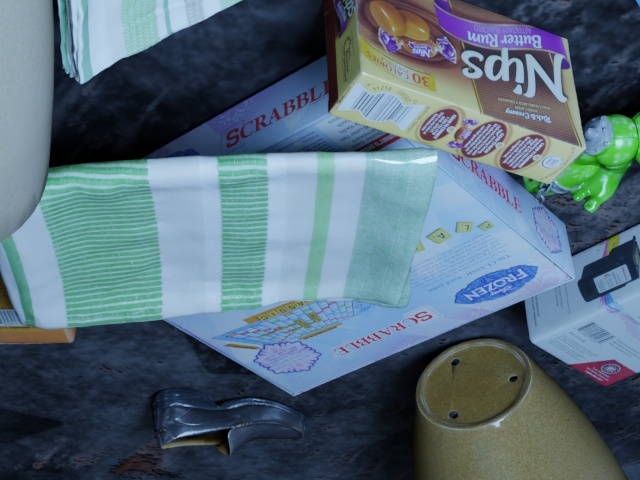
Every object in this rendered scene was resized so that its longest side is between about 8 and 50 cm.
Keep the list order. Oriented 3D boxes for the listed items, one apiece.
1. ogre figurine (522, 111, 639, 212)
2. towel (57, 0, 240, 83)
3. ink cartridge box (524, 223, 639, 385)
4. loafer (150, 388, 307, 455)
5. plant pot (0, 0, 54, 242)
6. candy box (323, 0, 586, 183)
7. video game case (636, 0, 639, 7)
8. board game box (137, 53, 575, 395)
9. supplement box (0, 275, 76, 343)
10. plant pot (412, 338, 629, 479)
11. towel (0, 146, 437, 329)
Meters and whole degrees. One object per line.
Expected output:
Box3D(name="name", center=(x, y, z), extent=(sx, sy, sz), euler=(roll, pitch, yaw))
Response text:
Box3D(name="ogre figurine", center=(0.265, -0.071, 1.103), extent=(0.197, 0.096, 0.118), euler=(12, 164, 6))
Box3D(name="towel", center=(-0.103, -0.171, 0.922), extent=(0.152, 0.023, 0.113), euler=(-30, 155, -24))
Box3D(name="ink cartridge box", center=(0.296, 0.055, 1.294), extent=(0.175, 0.072, 0.127), euler=(-29, 137, 33))
Box3D(name="loafer", center=(-0.097, 0.203, 1.495), extent=(0.170, 0.061, 0.062), euler=(6, 143, -12))
Box3D(name="plant pot", center=(-0.263, -0.164, 0.832), extent=(0.257, 0.256, 0.274), euler=(10, 130, -17))
Box3D(name="candy box", center=(0.095, -0.118, 1.004), extent=(0.187, 0.109, 0.053), euler=(15, 141, -22))
Box3D(name="video game case", center=(0.243, -0.215, 0.928), extent=(0.119, 0.015, 0.166), euler=(-13, 151, 27))
Box3D(name="board game box", center=(0.000, 0.000, 1.205), extent=(0.319, 0.065, 0.318), euler=(-25, 139, 29))
Box3D(name="supplement box", center=(-0.261, -0.002, 1.180), extent=(0.080, 0.078, 0.233), euler=(0, 145, 2))
Box3D(name="plant pot", center=(0.186, 0.228, 1.434), extent=(0.237, 0.237, 0.254), euler=(-13, 130, 15))
Box3D(name="towel", center=(-0.084, 0.004, 1.073), extent=(0.325, 0.038, 0.248), euler=(-2, 154, -3))
